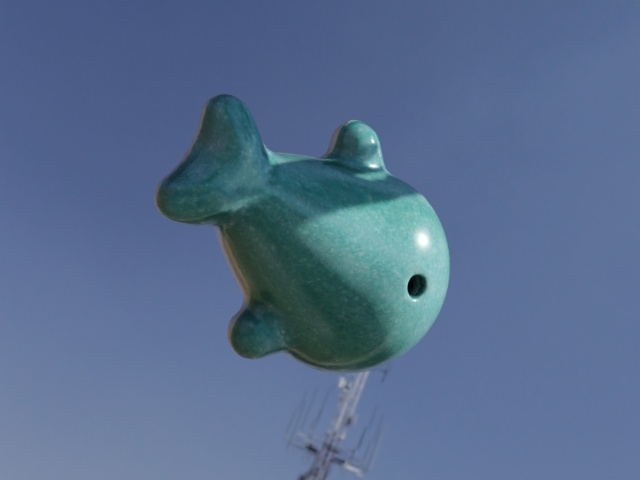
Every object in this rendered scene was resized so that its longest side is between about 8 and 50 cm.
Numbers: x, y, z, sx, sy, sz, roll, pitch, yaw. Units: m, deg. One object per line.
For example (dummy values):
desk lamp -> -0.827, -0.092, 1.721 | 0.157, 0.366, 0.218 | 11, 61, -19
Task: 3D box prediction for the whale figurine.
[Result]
whale figurine -> 0.000, 0.000, 0.796 | 0.141, 0.216, 0.272 | 16, -19, 47
